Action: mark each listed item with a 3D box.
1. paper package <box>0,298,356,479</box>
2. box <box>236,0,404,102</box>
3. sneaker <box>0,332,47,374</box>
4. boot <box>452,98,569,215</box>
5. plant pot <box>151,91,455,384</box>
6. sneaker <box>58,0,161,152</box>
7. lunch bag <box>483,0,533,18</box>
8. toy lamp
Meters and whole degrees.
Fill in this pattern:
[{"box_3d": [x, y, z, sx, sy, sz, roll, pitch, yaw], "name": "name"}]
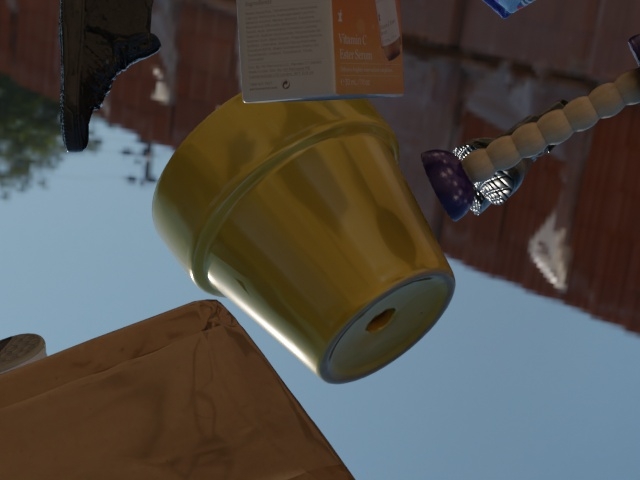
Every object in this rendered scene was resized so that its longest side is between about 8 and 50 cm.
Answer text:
[{"box_3d": [-0.144, 0.220, 0.703, 0.309, 0.325, 0.168, -21, -124, -19], "name": "paper package"}, {"box_3d": [0.000, -0.203, 1.124, 0.091, 0.170, 0.130, 0, -173, 30], "name": "box"}, {"box_3d": [-0.345, 0.195, 1.253, 0.226, 0.163, 0.086, -15, -154, -5], "name": "sneaker"}, {"box_3d": [0.238, -0.117, 1.587, 0.083, 0.161, 0.246, 51, 175, 3], "name": "boot"}, {"box_3d": [0.000, 0.000, 1.322, 0.254, 0.254, 0.239, -10, -129, -44], "name": "plant pot"}, {"box_3d": [-0.174, -0.159, 1.125, 0.089, 0.170, 0.051, -1, -176, -15], "name": "sneaker"}, {"box_3d": [0.200, -0.427, 1.587, 0.293, 0.138, 0.221, 28, 149, -26], "name": "lunch bag"}, {"box_3d": [0.224, -0.111, 1.192, 0.275, 0.080, 0.080, -27, -167, 12], "name": "toy lamp"}]
